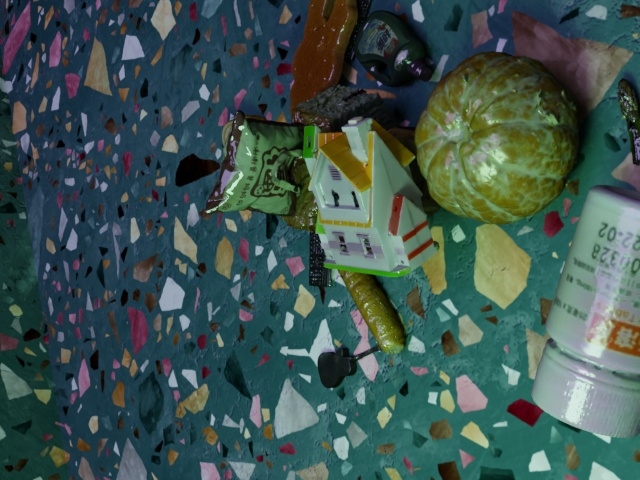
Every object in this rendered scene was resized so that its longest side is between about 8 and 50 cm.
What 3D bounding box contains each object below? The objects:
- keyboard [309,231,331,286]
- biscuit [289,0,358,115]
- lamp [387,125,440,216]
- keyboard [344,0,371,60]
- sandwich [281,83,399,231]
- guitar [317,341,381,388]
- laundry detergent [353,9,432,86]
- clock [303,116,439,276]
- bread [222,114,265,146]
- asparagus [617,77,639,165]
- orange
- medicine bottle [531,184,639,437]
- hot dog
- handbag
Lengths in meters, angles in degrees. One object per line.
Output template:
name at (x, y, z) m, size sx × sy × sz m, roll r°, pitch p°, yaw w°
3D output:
keyboard at (0.000, 0.000, 2.201) m, size 0.094 × 0.025 × 0.230 m, roll -1°, pitch 88°, yaw 50°
biscuit at (0.002, -0.455, 2.196) m, size 0.202 × 0.047 × 0.334 m, roll 32°, pitch 109°, yaw 53°
lamp at (0.195, -0.147, 1.898) m, size 0.161 × 0.161 × 0.185 m, roll 18°, pitch 106°, yaw 47°
keyboard at (0.086, -0.532, 2.138) m, size 0.060 × 0.018 × 0.195 m, roll 33°, pitch 111°, yaw 47°
sandwich at (0.052, -0.180, 1.978) m, size 0.131 × 0.262 × 0.325 m, roll 14°, pitch 99°, yaw 42°
guitar at (0.076, 0.280, 2.103) m, size 0.233 × 0.025 × 0.088 m, roll -33°, pitch 64°, yaw 42°
laundry detergent at (0.170, -0.412, 1.998) m, size 0.221 × 0.078 × 0.144 m, roll 51°, pitch 126°, yaw 33°
clock at (0.086, -0.102, 1.774) m, size 0.235 × 0.166 × 0.309 m, roll 6°, pitch 123°, yaw 49°
bread at (-0.206, -0.276, 2.404) m, size 0.149 × 0.073 × 0.122 m, roll -14°, pitch 80°, yaw 47°
asparagus at (0.558, -0.215, 1.592) m, size 0.036 × 0.030 × 0.165 m, roll -30°, pitch 66°, yaw 54°
orange at (0.324, -0.192, 1.686) m, size 0.329 × 0.249 × 0.329 m, roll -5°, pitch 83°, yaw 42°
medicine bottle at (0.502, 0.116, 1.499) m, size 0.219 × 0.219 × 0.388 m, roll 28°, pitch 107°, yaw 45°
hot dog at (0.112, 0.132, 2.036) m, size 0.068 × 0.083 × 0.289 m, roll -39°, pitch 59°, yaw 18°
handbag at (-0.119, -0.148, 1.796) m, size 0.127 × 0.235 × 0.213 m, roll 22°, pitch 104°, yaw 38°
